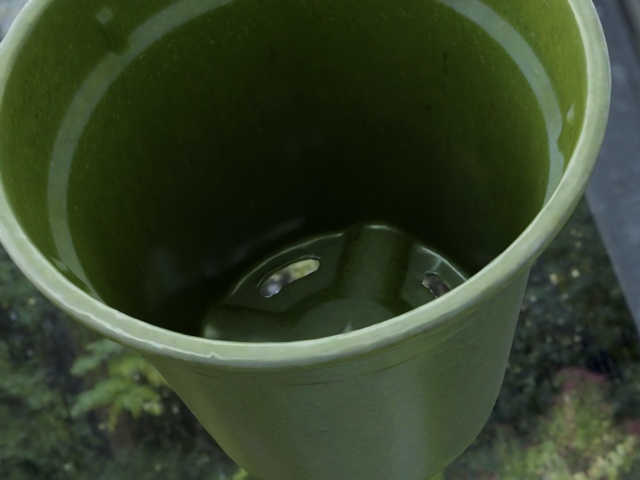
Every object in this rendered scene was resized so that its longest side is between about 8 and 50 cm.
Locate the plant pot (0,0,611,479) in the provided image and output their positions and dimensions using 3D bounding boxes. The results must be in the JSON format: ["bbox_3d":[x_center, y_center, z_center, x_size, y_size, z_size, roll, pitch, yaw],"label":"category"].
[{"bbox_3d":[0.000,0.000,0.708,0.276,0.276,0.254,-19,-34,-5],"label":"plant pot"}]
